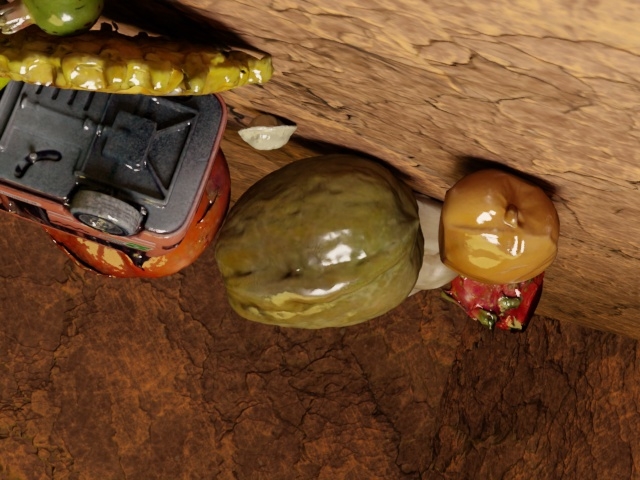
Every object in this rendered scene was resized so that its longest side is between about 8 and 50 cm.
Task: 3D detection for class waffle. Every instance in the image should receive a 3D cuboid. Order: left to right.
[{"bbox_3d":[-0.182,-0.160,0.972,0.245,0.052,0.254,14,-166,26],"label":"waffle"}]

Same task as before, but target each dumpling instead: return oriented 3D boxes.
[{"bbox_3d":[-0.060,-0.134,1.353,0.059,0.043,0.077,-15,150,43],"label":"dumpling"}]

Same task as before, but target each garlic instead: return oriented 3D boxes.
[{"bbox_3d":[0.112,-0.021,1.702,0.292,0.210,0.237,26,140,-30],"label":"garlic"}]

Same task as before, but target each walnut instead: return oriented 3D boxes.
[{"bbox_3d":[0.000,0.000,1.461,0.283,0.283,0.227,16,140,45],"label":"walnut"}]

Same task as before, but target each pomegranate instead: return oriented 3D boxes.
[{"bbox_3d":[-0.208,-0.187,0.864,0.073,0.084,0.073,30,180,0],"label":"pomegranate"}]

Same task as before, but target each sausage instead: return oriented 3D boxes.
[{"bbox_3d":[0.196,-0.011,1.234,0.136,0.120,0.241,4,174,9],"label":"sausage"}]

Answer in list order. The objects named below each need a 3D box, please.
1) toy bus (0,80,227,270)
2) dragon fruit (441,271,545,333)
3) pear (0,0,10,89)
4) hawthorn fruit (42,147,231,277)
[{"bbox_3d":[-0.332,-0.125,1.244,0.427,0.203,0.233,20,165,-5],"label":"toy bus"},{"bbox_3d":[0.288,0.074,1.896,0.172,0.160,0.166,22,-140,20],"label":"dragon fruit"},{"bbox_3d":[-0.383,-0.195,1.029,0.187,0.187,0.219,16,-166,37],"label":"pear"},{"bbox_3d":[-0.250,-0.083,1.538,0.276,0.276,0.307,19,-167,2],"label":"hawthorn fruit"}]
